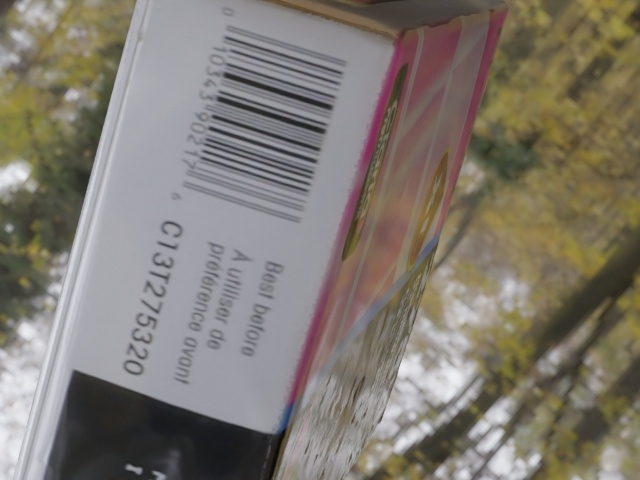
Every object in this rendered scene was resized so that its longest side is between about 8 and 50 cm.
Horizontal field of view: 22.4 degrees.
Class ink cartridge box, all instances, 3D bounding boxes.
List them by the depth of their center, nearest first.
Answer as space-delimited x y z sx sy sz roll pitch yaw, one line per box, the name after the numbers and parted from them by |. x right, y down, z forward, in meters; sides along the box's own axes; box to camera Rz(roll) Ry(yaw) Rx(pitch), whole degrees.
0.000 0.000 0.530 0.069 0.176 0.371 18 -167 6 | ink cartridge box
